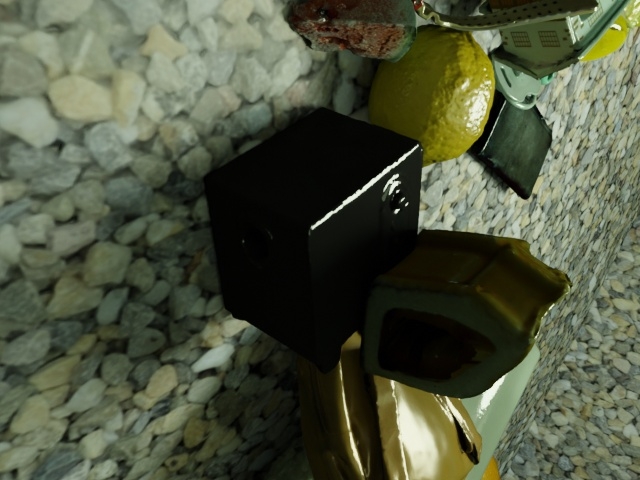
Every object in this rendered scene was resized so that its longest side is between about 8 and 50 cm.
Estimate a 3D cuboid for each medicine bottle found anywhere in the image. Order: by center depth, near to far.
[{"bbox_3d":[0.469,-0.440,1.333,0.122,0.121,0.213,35,49,-60],"label":"medicine bottle"}]

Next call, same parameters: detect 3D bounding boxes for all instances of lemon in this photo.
[{"bbox_3d":[0.156,-0.202,1.053,0.193,0.181,0.180,-43,161,32],"label":"lemon"}]

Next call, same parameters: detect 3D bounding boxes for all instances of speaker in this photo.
[{"bbox_3d":[0.000,0.000,0.977,0.232,0.184,0.254,-37,140,-36],"label":"speaker"}]

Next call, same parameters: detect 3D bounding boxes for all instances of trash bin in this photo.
[{"bbox_3d":[0.256,0.362,1.573,0.432,0.280,0.280,-55,149,-18],"label":"trash bin"}]

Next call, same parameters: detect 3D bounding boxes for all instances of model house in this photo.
[{"bbox_3d":[0.200,0.072,0.962,0.239,0.268,0.173,-39,125,-38],"label":"model house"},{"bbox_3d":[0.362,-0.399,1.143,0.224,0.198,0.215,-49,127,-23],"label":"model house"}]

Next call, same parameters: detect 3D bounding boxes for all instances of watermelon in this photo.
[{"bbox_3d":[0.052,-0.261,0.923,0.158,0.121,0.098,-41,165,-25],"label":"watermelon"}]

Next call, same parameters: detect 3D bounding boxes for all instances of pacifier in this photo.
[{"bbox_3d":[0.379,-0.308,1.358,0.150,0.116,0.127,-19,89,-45],"label":"pacifier"}]

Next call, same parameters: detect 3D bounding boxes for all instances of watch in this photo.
[{"bbox_3d":[0.230,-0.363,0.974,0.268,0.102,0.165,-8,123,-1],"label":"watch"}]

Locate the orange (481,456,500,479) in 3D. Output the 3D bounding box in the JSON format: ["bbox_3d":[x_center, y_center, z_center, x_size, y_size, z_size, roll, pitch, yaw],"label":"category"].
[{"bbox_3d":[0.298,0.577,1.815,0.274,0.274,0.274,-36,141,-36],"label":"orange"}]

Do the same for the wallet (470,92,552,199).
[{"bbox_3d":[0.407,-0.205,1.555,0.318,0.045,0.172,22,93,-56],"label":"wallet"}]

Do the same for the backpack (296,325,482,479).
[{"bbox_3d":[0.099,0.274,1.199,0.353,0.201,0.378,-2,76,-56],"label":"backpack"}]

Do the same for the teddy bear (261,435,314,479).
[{"bbox_3d":[-0.007,0.511,1.256,0.362,0.375,0.327,-24,146,-28],"label":"teddy bear"}]

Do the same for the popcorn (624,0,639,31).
[{"bbox_3d":[0.555,-0.487,1.441,0.198,0.212,0.198,-7,90,-88],"label":"popcorn"}]

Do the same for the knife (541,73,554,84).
[{"bbox_3d":[0.423,-0.408,1.442,0.063,0.034,0.260,-43,139,-18],"label":"knife"}]
